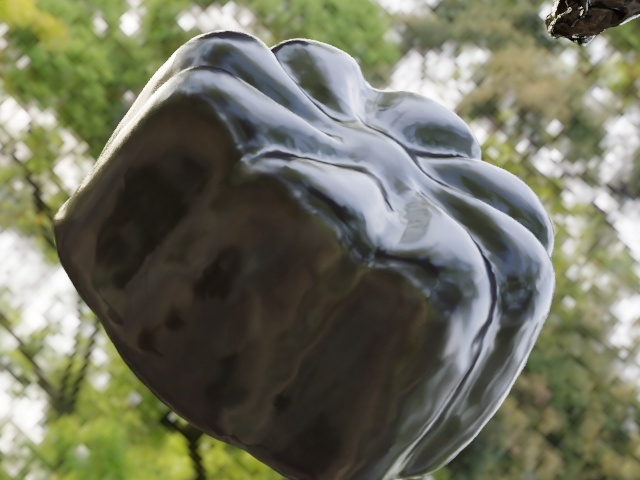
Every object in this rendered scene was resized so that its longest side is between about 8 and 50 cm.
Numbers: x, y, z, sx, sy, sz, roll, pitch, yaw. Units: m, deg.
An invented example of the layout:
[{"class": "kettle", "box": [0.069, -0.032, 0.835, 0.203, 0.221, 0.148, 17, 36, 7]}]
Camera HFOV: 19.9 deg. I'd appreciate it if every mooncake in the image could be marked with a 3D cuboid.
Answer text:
[{"class": "mooncake", "box": [0.000, 0.000, 1.076, 0.306, 0.154, 0.306, 29, 22, -13]}]

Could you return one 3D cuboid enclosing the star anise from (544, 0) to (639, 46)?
[{"class": "star anise", "box": [0.177, -0.185, 0.886, 0.236, 0.109, 0.223, -34, -76, 27]}]
